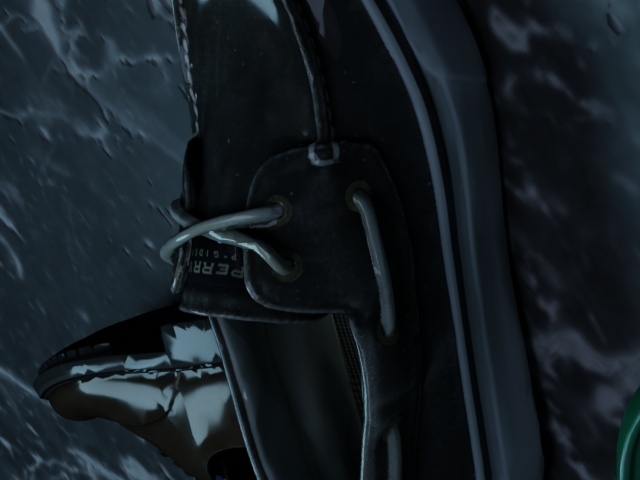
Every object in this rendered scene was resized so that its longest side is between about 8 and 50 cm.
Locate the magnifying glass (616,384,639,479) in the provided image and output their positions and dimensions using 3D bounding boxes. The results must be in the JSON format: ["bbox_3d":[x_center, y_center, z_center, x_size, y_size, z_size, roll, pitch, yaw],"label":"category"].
[{"bbox_3d":[0.185,0.133,0.636,0.092,0.026,0.231,-31,106,14],"label":"magnifying glass"}]

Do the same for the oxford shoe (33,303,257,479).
[{"bbox_3d":[-0.069,0.080,0.876,0.227,0.083,0.096,-10,102,55],"label":"oxford shoe"}]

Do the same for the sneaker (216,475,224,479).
[{"bbox_3d":[-0.036,0.162,0.934,0.053,0.059,0.144,0,115,52],"label":"sneaker"}]

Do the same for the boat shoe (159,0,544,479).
[{"bbox_3d":[0.000,0.000,0.700,0.121,0.119,0.335,5,122,49],"label":"boat shoe"}]
